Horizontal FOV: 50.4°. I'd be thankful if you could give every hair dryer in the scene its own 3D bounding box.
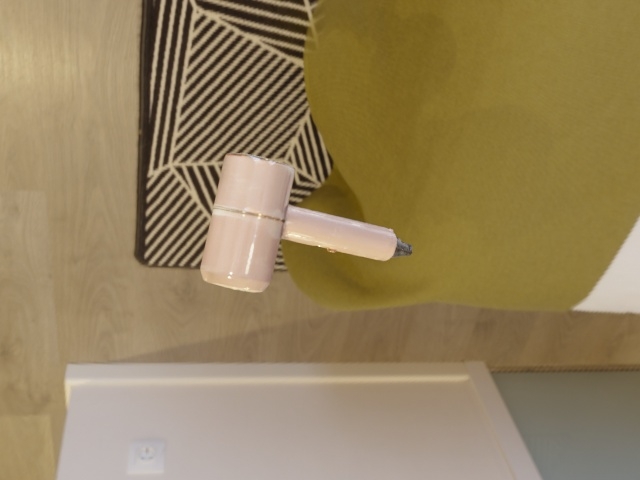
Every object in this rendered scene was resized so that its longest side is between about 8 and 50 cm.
[{"bbox_3d":[0.000,0.000,1.025,0.344,0.107,0.189,12,88,-27],"label":"hair dryer"}]
